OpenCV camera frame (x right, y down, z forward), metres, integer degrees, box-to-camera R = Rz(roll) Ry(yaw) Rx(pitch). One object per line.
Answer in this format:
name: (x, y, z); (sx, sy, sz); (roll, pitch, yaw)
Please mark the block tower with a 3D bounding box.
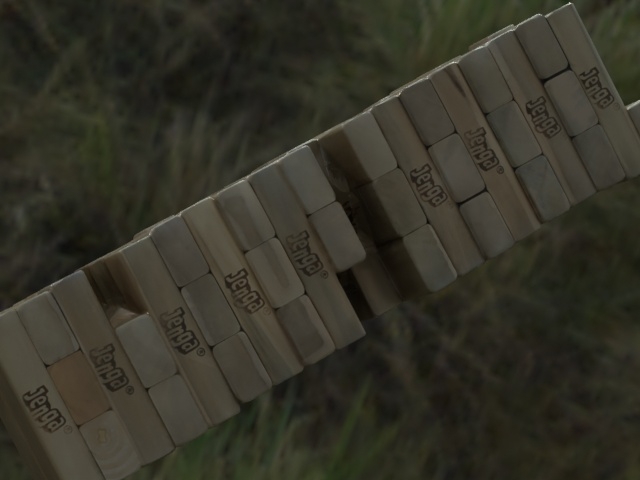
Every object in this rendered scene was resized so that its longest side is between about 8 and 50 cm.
block tower: (0.000, 0.000, 0.926); (0.335, 0.091, 0.097); (-28, 93, -21)
